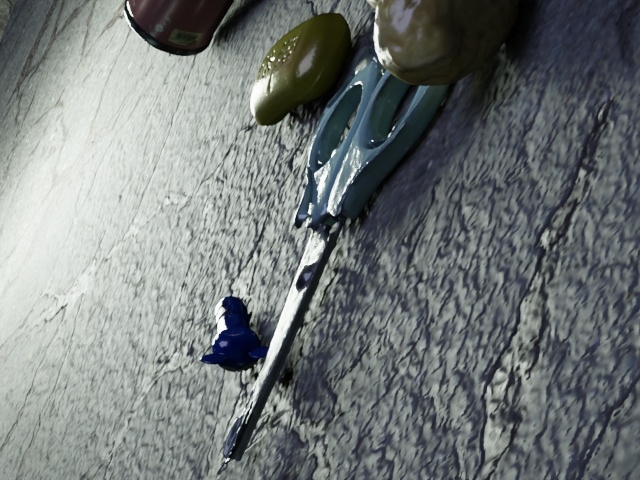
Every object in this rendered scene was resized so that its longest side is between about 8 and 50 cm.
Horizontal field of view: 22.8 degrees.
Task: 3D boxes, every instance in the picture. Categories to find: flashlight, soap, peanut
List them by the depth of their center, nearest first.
[{"bbox_3d":[0.082,-0.183,1.119,0.103,0.098,0.229,-51,22,23],"label":"peanut"},{"bbox_3d":[-0.067,0.076,1.244,0.121,0.057,0.035,-112,15,-72],"label":"flashlight"},{"bbox_3d":[-0.021,-0.152,1.411,0.140,0.045,0.089,-25,45,59],"label":"soap"}]

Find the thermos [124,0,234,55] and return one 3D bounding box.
[{"bbox_3d":[-0.097,-0.339,1.707,0.330,0.110,0.136,-53,37,40],"label":"thermos"}]

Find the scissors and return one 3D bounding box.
[{"bbox_3d":[-0.001,-0.001,1.179,0.191,0.029,0.360,-12,50,63],"label":"scissors"}]
